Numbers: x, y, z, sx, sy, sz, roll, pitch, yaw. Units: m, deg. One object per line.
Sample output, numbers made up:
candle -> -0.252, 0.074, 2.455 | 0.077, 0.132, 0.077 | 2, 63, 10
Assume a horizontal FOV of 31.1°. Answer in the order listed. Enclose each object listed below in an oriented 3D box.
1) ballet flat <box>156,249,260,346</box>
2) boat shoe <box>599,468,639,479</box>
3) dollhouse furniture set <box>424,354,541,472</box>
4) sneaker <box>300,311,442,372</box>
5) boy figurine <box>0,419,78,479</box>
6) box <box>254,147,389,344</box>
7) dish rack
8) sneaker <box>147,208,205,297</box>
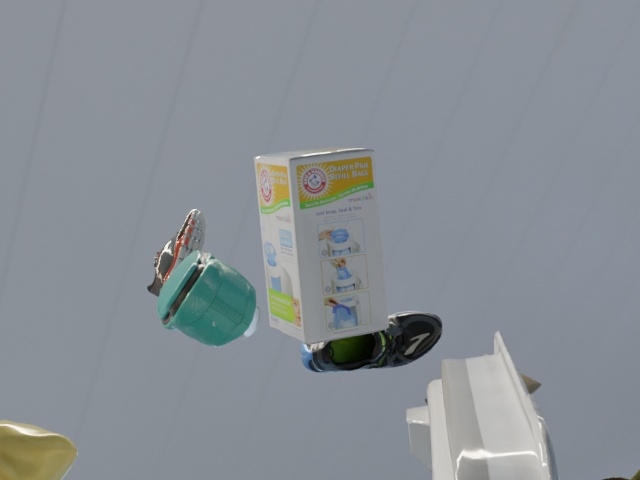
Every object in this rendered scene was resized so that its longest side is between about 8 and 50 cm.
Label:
ballet flat -> -0.101, 0.062, 1.066 | 0.083, 0.087, 0.247 | -56, 8, -5
boat shoe -> 0.295, 0.281, 1.133 | 0.110, 0.104, 0.307 | -24, -20, -51
dollhouse furniture set -> 0.194, 0.322, 1.428 | 0.259, 0.135, 0.262 | -30, -54, -32
sneaker -> 0.070, 0.129, 1.406 | 0.188, 0.078, 0.067 | -8, -90, -24
boy figurine -> -0.364, 0.208, 1.033 | 0.285, 0.177, 0.092 | -8, -31, -34
box -> 0.000, 0.000, 1.285 | 0.103, 0.114, 0.203 | -9, -80, -22
dish rack -> 0.087, 0.209, 0.620 | 0.072, 0.286, 0.333 | -6, 4, 6
sneaker -> -0.233, 0.018, 1.819 | 0.158, 0.064, 0.061 | -70, -27, -19
